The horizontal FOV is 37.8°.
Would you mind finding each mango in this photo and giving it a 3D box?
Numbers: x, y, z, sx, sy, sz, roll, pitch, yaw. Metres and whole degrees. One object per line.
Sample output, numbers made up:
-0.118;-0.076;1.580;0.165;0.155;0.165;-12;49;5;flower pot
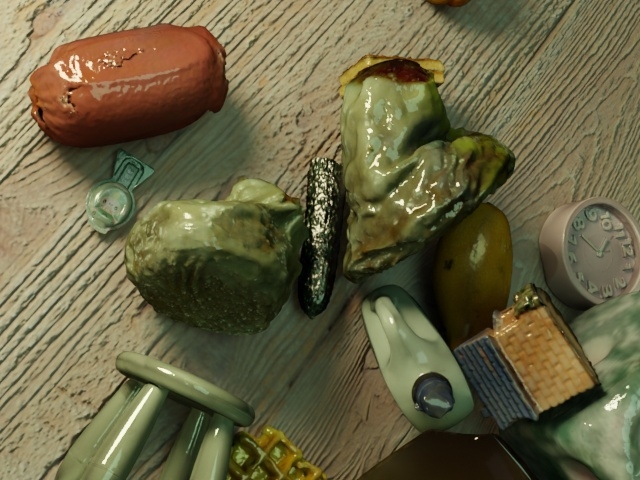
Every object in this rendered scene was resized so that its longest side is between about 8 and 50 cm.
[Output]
0.238;0.066;1.485;0.157;0.109;0.262;11;90;-56;mango

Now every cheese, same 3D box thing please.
-0.283;-0.065;1.294;0.067;0.026;0.120;33;68;-19;cheese

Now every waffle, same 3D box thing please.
0.114;-0.256;1.485;0.148;0.102;0.042;-1;78;-26;waffle
-0.096;0.381;1.301;0.219;0.057;0.229;48;65;-12;waffle

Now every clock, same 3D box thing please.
0.482;0.024;1.647;0.197;0.068;0.196;5;79;-27;clock

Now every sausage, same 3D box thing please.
-0.252;-0.212;1.267;0.280;0.152;0.152;-16;89;-25;sausage

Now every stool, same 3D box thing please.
-0.208;0.265;1.186;0.195;0.195;0.198;31;71;-20;stool

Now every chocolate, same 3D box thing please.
0.193;0.410;1.299;0.326;0.297;0.314;-41;83;15;chocolate

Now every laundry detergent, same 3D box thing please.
0.134;0.173;1.323;0.105;0.280;0.214;-28;96;4;laundry detergent

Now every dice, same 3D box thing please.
0.510;0.301;1.450;0.330;0.328;0.348;-42;98;-17;dice

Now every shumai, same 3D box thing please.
0.101;-0.121;1.370;0.304;0.309;0.263;-32;93;18;shumai
-0.142;-0.010;1.260;0.260;0.225;0.221;47;44;-56;shumai

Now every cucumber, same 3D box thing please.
0.002;0.000;1.411;0.067;0.067;0.245;11;78;-25;cucumber

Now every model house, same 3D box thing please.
0.288;0.172;1.365;0.172;0.183;0.166;-36;84;13;model house

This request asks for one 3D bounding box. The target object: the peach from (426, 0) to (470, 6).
0.214;-0.456;1.558;0.138;0.138;0.138;5;80;-26;peach
